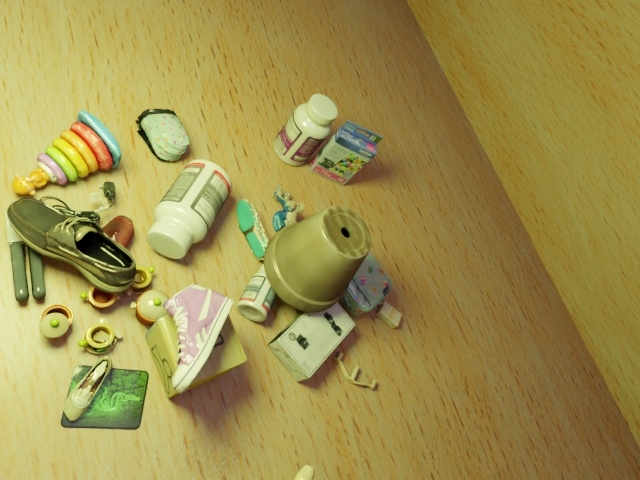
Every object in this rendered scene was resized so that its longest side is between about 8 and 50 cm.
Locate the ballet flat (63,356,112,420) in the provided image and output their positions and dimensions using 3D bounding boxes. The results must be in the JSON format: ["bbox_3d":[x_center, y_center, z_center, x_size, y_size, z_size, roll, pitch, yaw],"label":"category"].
[{"bbox_3d":[-0.593,0.371,1.084,0.057,0.052,0.168,31,52,-16],"label":"ballet flat"}]

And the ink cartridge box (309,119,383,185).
[{"bbox_3d":[0.105,-0.365,1.814,0.185,0.311,0.065,20,54,-23],"label":"ink cartridge box"}]

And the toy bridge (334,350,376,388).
[{"bbox_3d":[0.119,0.479,1.538,0.188,0.026,0.063,40,50,-9],"label":"toy bridge"}]

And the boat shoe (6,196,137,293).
[{"bbox_3d":[-0.636,-0.008,1.125,0.355,0.130,0.132,36,37,-15],"label":"boat shoe"}]

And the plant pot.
[{"bbox_3d":[0.012,0.039,1.408,0.323,0.280,0.323,17,54,-25],"label":"plant pot"}]

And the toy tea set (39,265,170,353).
[{"bbox_3d":[-0.570,0.186,1.164,0.336,0.124,0.200,-31,85,-41],"label":"toy tea set"}]

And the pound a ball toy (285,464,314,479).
[{"bbox_3d":[-0.023,0.783,1.148,0.319,0.208,0.135,53,48,1],"label":"pound a ball toy"}]

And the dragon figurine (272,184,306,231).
[{"bbox_3d":[-0.128,-0.076,1.641,0.085,0.144,0.289,5,81,-34],"label":"dragon figurine"}]

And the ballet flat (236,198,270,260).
[{"bbox_3d":[-0.241,-0.036,1.560,0.077,0.091,0.241,5,62,-67],"label":"ballet flat"}]

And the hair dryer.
[{"bbox_3d":[-0.677,-0.026,1.265,0.223,0.080,0.294,-23,73,-25],"label":"hair dryer"}]

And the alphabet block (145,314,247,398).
[{"bbox_3d":[-0.355,0.304,1.204,0.193,0.192,0.197,-16,76,-37],"label":"alphabet block"}]

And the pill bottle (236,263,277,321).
[{"bbox_3d":[-0.199,0.172,1.439,0.108,0.108,0.180,35,50,-14],"label":"pill bottle"}]

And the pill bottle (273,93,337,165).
[{"bbox_3d":[-0.059,-0.457,1.759,0.169,0.301,0.169,16,57,-27],"label":"pill bottle"}]

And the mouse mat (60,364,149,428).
[{"bbox_3d":[-0.562,0.413,1.122,0.189,0.007,0.153,14,58,-27],"label":"mouse mat"}]

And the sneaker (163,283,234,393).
[{"bbox_3d":[-0.343,0.233,1.071,0.161,0.102,0.282,30,41,-13],"label":"sneaker"}]

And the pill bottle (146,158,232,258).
[{"bbox_3d":[-0.429,-0.102,1.390,0.176,0.176,0.319,32,51,-15],"label":"pill bottle"}]

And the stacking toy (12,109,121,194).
[{"bbox_3d":[-0.767,-0.230,1.266,0.175,0.165,0.302,51,59,-15],"label":"stacking toy"}]

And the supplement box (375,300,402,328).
[{"bbox_3d":[0.279,0.304,1.739,0.098,0.036,0.062,40,49,-9],"label":"supplement box"}]

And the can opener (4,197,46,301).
[{"bbox_3d":[-0.785,0.018,1.130,0.076,0.095,0.283,-6,62,-36],"label":"can opener"}]

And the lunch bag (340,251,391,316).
[{"bbox_3d":[0.143,0.151,1.684,0.224,0.108,0.279,-34,86,-42],"label":"lunch bag"}]

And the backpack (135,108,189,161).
[{"bbox_3d":[-0.547,-0.373,1.504,0.152,0.115,0.182,-17,78,-42],"label":"backpack"}]

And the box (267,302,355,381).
[{"bbox_3d":[-0.024,0.328,1.484,0.169,0.087,0.290,50,49,-1],"label":"box"}]
